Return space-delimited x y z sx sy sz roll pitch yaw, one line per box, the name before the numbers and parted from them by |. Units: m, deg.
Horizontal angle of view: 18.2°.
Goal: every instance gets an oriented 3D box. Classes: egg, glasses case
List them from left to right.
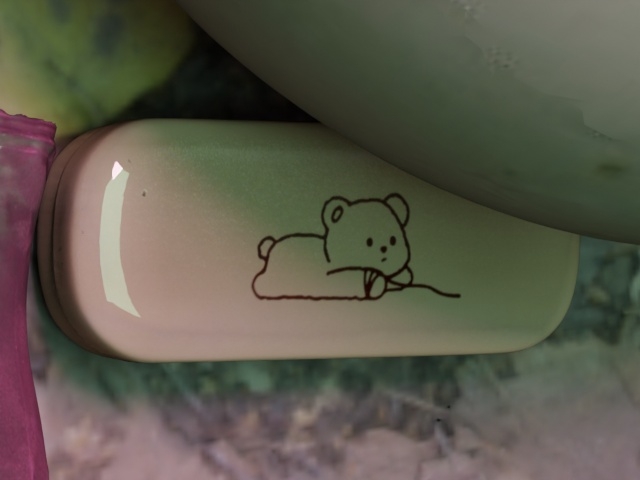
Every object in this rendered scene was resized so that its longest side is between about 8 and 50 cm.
glasses case | 0.000 0.000 0.684 0.196 0.050 0.083 -2 94 -29
egg | 0.077 -0.149 0.596 0.389 0.276 0.276 28 78 -24

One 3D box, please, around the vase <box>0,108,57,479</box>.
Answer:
vase | -0.116 0.066 0.610 0.086 0.086 0.214 7 83 -28
